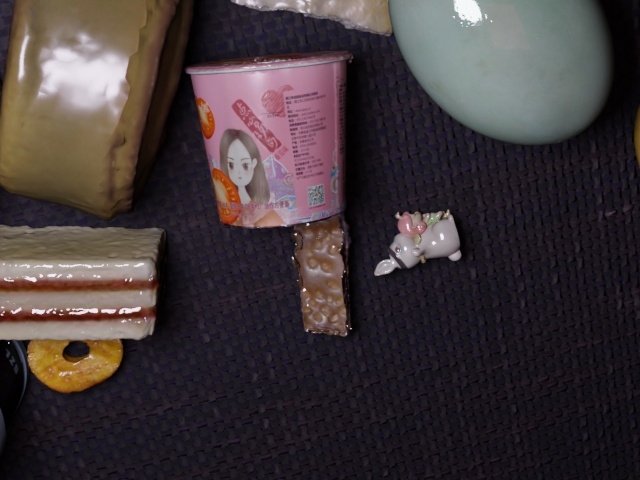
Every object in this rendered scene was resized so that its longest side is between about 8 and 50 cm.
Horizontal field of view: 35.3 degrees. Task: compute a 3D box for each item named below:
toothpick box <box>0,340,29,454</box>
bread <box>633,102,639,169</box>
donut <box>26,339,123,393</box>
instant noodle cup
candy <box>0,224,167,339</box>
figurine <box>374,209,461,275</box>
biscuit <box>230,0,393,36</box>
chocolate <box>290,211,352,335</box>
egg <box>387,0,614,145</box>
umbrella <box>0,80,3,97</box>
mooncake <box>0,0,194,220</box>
[{"bbox_3d":[-0.587,0.261,1.490,0.263,0.355,0.263,-2,110,-7],"label":"toothpick box"},{"bbox_3d":[0.672,-0.179,1.609,0.333,0.160,0.333,-2,108,-8],"label":"bread"},{"bbox_3d":[-0.399,0.173,1.643,0.151,0.058,0.152,-3,110,-8],"label":"donut"},{"bbox_3d":[-0.064,-0.151,1.463,0.243,0.243,0.231,-7,104,-5],"label":"instant noodle cup"},{"bbox_3d":[-0.397,0.063,1.539,0.320,0.179,0.135,0,109,-8],"label":"candy"},{"bbox_3d":[0.151,0.000,1.660,0.146,0.081,0.098,-14,67,2],"label":"figurine"},{"bbox_3d":[-0.014,-0.399,1.502,0.289,0.038,0.141,11,107,-11],"label":"biscuit"},{"bbox_3d":[0.004,-0.002,1.636,0.102,0.065,0.329,1,110,13],"label":"chocolate"},{"bbox_3d":[0.261,-0.301,1.447,0.389,0.276,0.276,42,99,-20],"label":"egg"},{"bbox_3d":[-0.512,-0.280,1.469,0.066,0.059,0.236,-24,111,-25],"label":"umbrella"},{"bbox_3d":[-0.323,-0.235,1.422,0.246,0.393,0.394,11,148,-11],"label":"mooncake"}]
